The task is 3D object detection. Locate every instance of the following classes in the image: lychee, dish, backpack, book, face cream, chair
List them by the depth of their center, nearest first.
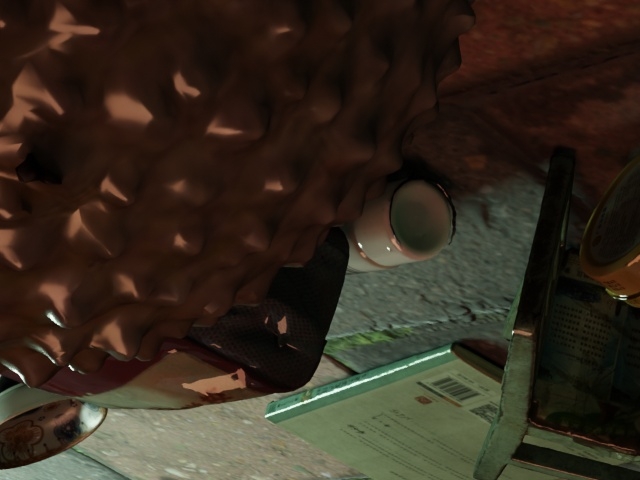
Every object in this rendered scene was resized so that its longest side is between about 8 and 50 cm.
[{"bbox_3d":[-0.117,-0.143,0.705,0.380,0.380,0.432,12,163,10],"label":"lychee"},{"bbox_3d":[-0.176,-0.005,1.204,0.317,0.197,0.283,26,155,-30],"label":"backpack"},{"bbox_3d":[0.195,0.074,1.215,0.147,0.136,0.270,14,153,4],"label":"chair"},{"bbox_3d":[0.000,0.000,1.284,0.092,0.058,0.244,27,158,-30],"label":"face cream"},{"bbox_3d":[0.107,0.167,1.580,0.215,0.025,0.283,31,150,-25],"label":"book"},{"bbox_3d":[-0.284,0.155,1.750,0.141,0.078,0.141,-21,156,-9],"label":"dish"}]

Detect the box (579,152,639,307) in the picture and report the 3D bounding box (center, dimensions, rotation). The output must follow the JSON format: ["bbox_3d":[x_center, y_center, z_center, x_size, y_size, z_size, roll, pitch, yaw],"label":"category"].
[{"bbox_3d":[0.199,-0.012,1.074,0.037,0.105,0.105,34,150,-16],"label":"box"}]
